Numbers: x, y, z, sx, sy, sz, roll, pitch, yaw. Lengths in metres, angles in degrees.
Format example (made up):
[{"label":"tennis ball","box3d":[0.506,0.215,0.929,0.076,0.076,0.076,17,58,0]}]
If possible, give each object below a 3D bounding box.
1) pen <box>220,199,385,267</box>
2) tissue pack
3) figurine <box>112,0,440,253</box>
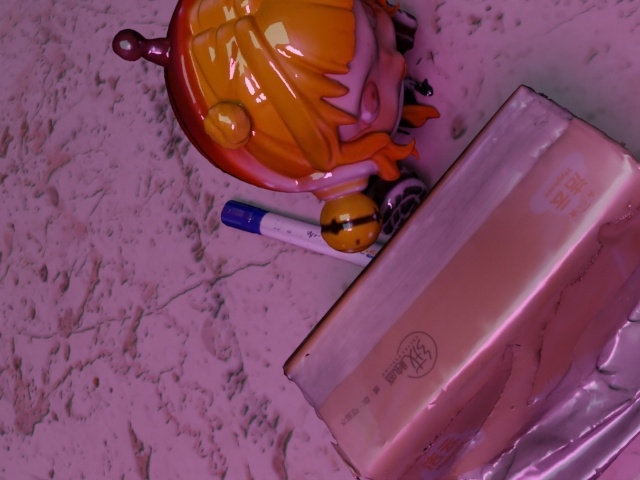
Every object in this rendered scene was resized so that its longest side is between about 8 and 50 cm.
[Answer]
[{"label":"pen","box3d":[0.000,0.000,0.880,0.269,0.033,0.033,17,90,32]},{"label":"tissue pack","box3d":[0.167,0.077,0.642,0.305,0.238,0.238,-51,60,13]},{"label":"figurine","box3d":[-0.015,-0.145,0.745,0.196,0.323,0.320,-10,75,29]}]
